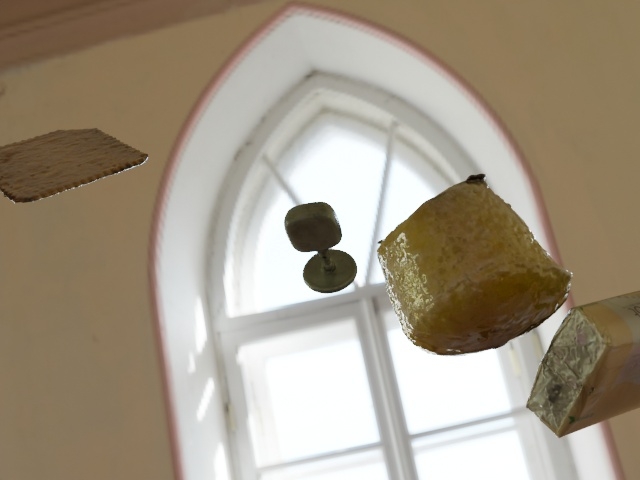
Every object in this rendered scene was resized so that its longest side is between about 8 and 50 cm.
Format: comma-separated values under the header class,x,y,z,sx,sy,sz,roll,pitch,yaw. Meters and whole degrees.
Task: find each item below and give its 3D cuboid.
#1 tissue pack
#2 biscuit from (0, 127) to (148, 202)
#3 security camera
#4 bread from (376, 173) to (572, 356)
class,x,y,z,sx,sy,sz,roll,pitch,yaw
tissue pack,0.400,0.161,1.408,0.222,0.090,0.186,-6,-52,-38
biscuit,-0.427,-0.129,1.664,0.237,0.232,0.013,-23,-56,-34
security camera,0.000,0.000,0.961,0.058,0.058,0.092,-12,-47,2
bread,0.166,0.038,1.143,0.197,0.171,0.197,-21,-19,-8
